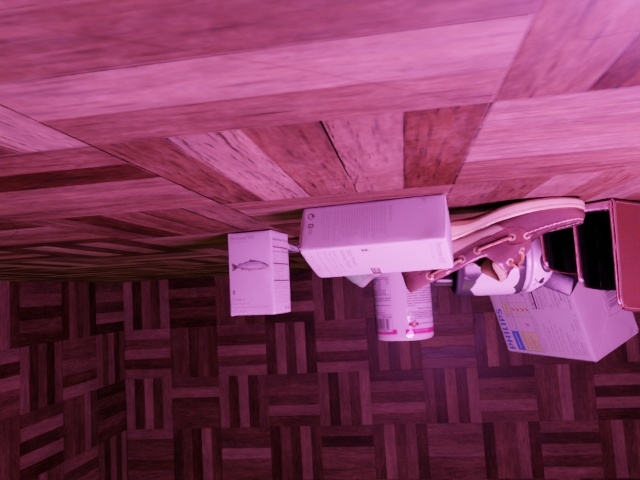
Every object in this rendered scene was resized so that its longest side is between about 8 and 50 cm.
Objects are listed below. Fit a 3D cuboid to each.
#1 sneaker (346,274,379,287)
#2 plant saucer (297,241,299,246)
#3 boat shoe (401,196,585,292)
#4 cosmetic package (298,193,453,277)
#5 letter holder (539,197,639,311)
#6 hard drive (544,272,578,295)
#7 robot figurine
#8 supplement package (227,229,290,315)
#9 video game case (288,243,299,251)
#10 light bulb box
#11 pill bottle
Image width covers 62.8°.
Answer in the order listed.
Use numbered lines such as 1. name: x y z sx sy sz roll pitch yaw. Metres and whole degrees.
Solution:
1. sneaker: 0.089 0.034 1.364 0.151 0.094 0.256 26 148 -4
2. plant saucer: 0.000 0.000 1.317 0.120 0.021 0.119 -4 174 0
3. boat shoe: 0.306 0.014 0.935 0.342 0.123 0.123 -14 169 0
4. cosmetic package: 0.094 -0.003 0.857 0.231 0.085 0.117 -4 153 18
5. letter holder: 0.606 0.038 1.079 0.302 0.214 0.152 0 173 -37
6. hard drive: 0.603 0.062 1.492 0.255 0.054 0.172 25 -152 28
7. robot figurine: 0.386 0.042 1.199 0.279 0.173 0.209 -3 177 4
8. supplement package: -0.134 0.072 1.158 0.105 0.179 0.105 -5 174 18
9. video game case: -0.154 0.028 1.535 0.157 0.019 0.143 -5 175 9
10. light bulb box: 0.777 0.183 1.753 0.225 0.357 0.361 -21 -177 -24
11. pill bottle: 0.227 0.133 1.470 0.161 0.282 0.160 -3 175 0
